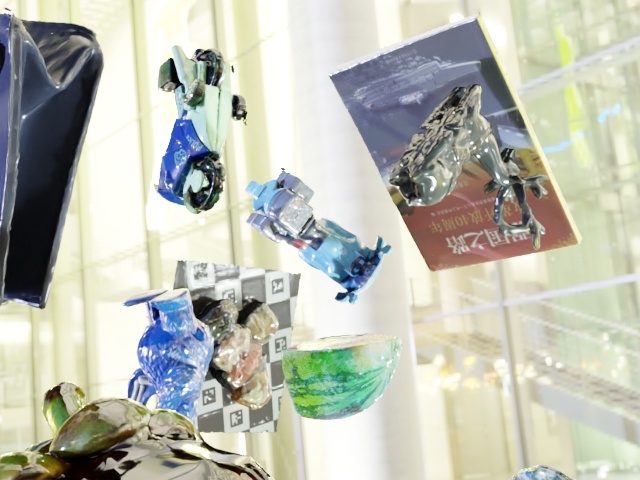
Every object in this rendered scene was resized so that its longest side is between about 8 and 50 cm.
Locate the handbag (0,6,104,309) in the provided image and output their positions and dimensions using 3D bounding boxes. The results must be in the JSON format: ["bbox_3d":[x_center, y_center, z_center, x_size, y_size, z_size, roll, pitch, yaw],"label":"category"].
[{"bbox_3d":[-0.393,-0.094,1.045,0.303,0.329,0.122,15,4,40],"label":"handbag"}]

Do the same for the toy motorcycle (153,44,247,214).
[{"bbox_3d":[-0.227,-0.191,1.728,0.125,0.331,0.196,14,-27,-35],"label":"toy motorcycle"}]

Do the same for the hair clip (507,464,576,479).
[{"bbox_3d":[0.178,0.253,0.880,0.036,0.066,0.229,-45,-8,-25],"label":"hair clip"}]

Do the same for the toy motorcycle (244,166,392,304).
[{"bbox_3d":[0.000,0.000,1.474,0.272,0.123,0.182,39,-8,-38],"label":"toy motorcycle"}]

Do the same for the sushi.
[{"bbox_3d":[-0.156,0.215,1.856,0.320,0.339,0.069,11,-3,-43],"label":"sushi"}]

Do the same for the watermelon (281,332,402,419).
[{"bbox_3d":[0.045,0.248,1.689,0.231,0.146,0.128,-3,3,-7],"label":"watermelon"}]

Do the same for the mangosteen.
[{"bbox_3d":[-0.163,0.295,0.870,0.311,0.311,0.311,-5,-11,-1],"label":"mangosteen"}]

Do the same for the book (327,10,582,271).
[{"bbox_3d":[0.198,-0.128,1.421,0.263,0.373,0.028,-14,23,37],"label":"book"}]

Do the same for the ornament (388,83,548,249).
[{"bbox_3d":[0.218,-0.064,1.296,0.080,0.202,0.236,-2,-44,53],"label":"ornament"}]

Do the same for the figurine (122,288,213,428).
[{"bbox_3d":[-0.214,0.194,1.417,0.121,0.262,0.164,-9,21,-31],"label":"figurine"}]
